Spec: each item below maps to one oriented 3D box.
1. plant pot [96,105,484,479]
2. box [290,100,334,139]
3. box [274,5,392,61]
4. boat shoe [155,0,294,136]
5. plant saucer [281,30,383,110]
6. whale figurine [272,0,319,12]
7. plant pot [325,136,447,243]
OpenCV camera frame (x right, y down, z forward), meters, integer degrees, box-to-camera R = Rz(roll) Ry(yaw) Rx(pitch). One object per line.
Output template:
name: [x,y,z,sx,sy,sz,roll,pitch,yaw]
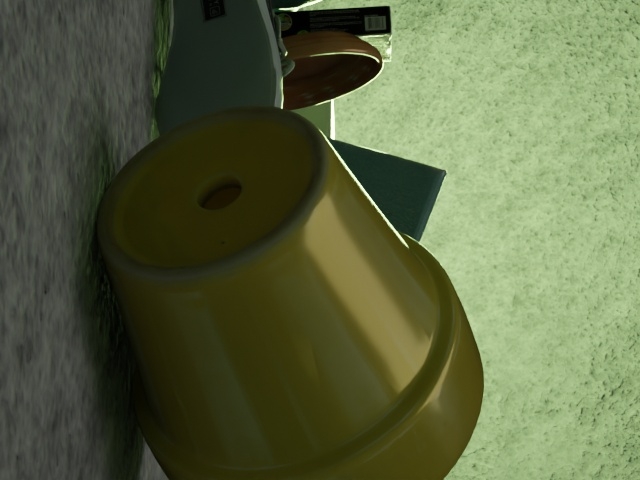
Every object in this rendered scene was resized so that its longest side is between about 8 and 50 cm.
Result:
plant pot: [-0.033,0.045,0.968,0.254,0.254,0.239,-89,162,-46]
box: [-0.040,-0.090,2.036,0.148,0.121,0.311,86,4,-46]
box: [-0.018,-0.244,1.671,0.114,0.207,0.036,79,8,-80]
boat shoe: [-0.083,-0.165,1.220,0.105,0.113,0.306,49,27,-63]
plant saucer: [-0.026,-0.200,1.625,0.200,0.200,0.037,76,2,-79]
whale figurine: [-0.078,-0.370,1.652,0.272,0.141,0.216,-139,-143,-60]
plant pot: [0.000,0.000,1.725,0.247,0.247,0.252,-48,154,-86]
